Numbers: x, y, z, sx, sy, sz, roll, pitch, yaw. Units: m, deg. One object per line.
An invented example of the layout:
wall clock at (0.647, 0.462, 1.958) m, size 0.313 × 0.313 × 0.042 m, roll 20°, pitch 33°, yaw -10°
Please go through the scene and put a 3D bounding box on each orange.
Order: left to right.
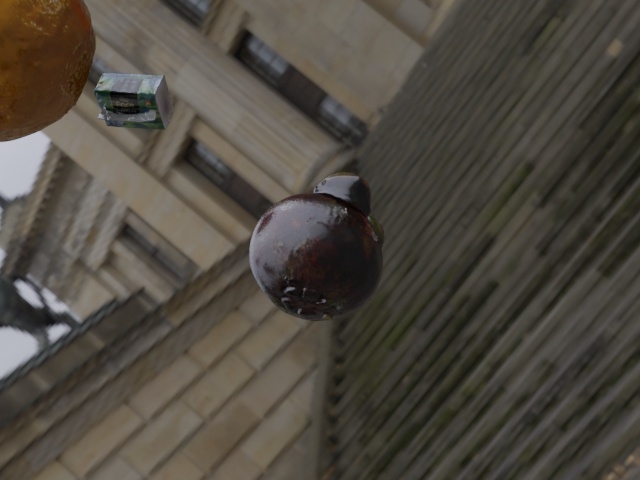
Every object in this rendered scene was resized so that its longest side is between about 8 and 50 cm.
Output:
orange at (-0.522, -0.308, 1.748) m, size 0.340 × 0.340 × 0.293 m, roll -56°, pitch 19°, yaw 34°

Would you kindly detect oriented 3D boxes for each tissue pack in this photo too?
tissue pack at (-0.314, -0.226, 1.895) m, size 0.085 × 0.111 × 0.079 m, roll 79°, pitch -159°, yaw -48°

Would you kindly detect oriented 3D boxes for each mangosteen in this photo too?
mangosteen at (-0.001, 0.005, 1.370) m, size 0.172 × 0.172 × 0.184 m, roll 102°, pitch -175°, yaw -72°
